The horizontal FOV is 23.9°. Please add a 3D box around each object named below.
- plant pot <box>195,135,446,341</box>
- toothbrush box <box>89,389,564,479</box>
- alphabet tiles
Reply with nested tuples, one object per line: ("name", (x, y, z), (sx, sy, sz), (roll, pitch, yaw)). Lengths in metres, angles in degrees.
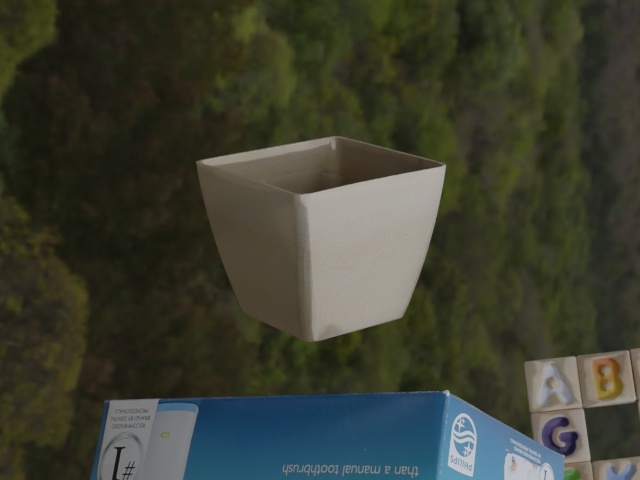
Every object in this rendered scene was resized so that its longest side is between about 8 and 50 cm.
("plant pot", (0.000, 0.000, 0.899), (0.109, 0.109, 0.096), (-12, 109, -35))
("toothbrush box", (-0.016, 0.230, 0.726), (0.126, 0.216, 0.295), (30, 62, -48))
("alphabet tiles", (0.277, 0.170, 1.093), (0.009, 0.237, 0.198), (60, 23, -73))
